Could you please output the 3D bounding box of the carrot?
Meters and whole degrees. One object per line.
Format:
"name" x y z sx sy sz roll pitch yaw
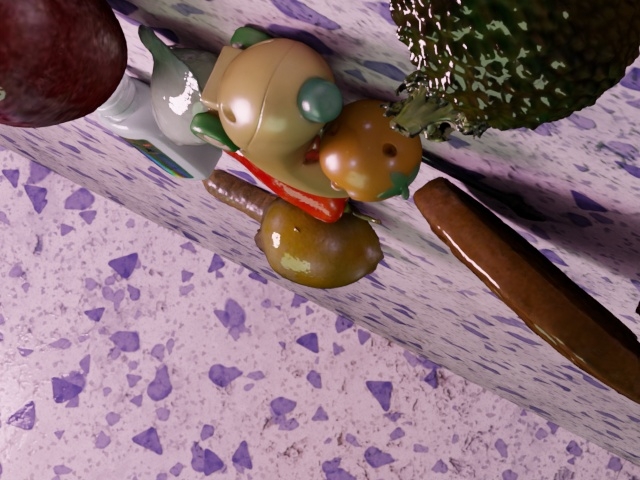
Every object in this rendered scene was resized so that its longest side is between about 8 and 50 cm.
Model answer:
"carrot" -0.059 -0.032 2.194 0.342 0.070 0.070 26 171 10

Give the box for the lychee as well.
"lychee" 0.113 -0.149 0.798 0.171 0.171 0.171 26 171 5

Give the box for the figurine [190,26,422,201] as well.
"figurine" 0.005 -0.115 1.414 0.222 0.124 0.324 19 172 24

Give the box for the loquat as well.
"loquat" 0.000 0.000 1.965 0.195 0.152 0.152 6 172 -5

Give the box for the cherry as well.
"cherry" -0.335 -0.228 1.478 0.230 0.203 0.300 16 180 43

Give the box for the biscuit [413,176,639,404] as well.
"biscuit" 0.254 0.066 1.497 0.314 0.063 0.367 31 -168 -49

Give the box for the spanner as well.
"spanner" 0.164 -0.071 1.524 0.209 0.012 0.046 27 172 0

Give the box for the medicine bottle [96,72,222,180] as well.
"medicine bottle" -0.244 -0.168 1.903 0.121 0.083 0.229 24 170 34

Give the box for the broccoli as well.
"broccoli" 0.105 -0.117 1.204 0.097 0.092 0.095 43 160 10

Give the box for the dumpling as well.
"dumpling" -0.149 -0.185 1.562 0.105 0.149 0.217 -11 -176 -10

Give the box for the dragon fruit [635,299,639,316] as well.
"dragon fruit" 0.530 0.130 1.400 0.329 0.228 0.286 5 -129 -50

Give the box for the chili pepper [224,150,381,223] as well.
"chili pepper" -0.037 -0.085 1.871 0.272 0.063 0.071 29 158 1
